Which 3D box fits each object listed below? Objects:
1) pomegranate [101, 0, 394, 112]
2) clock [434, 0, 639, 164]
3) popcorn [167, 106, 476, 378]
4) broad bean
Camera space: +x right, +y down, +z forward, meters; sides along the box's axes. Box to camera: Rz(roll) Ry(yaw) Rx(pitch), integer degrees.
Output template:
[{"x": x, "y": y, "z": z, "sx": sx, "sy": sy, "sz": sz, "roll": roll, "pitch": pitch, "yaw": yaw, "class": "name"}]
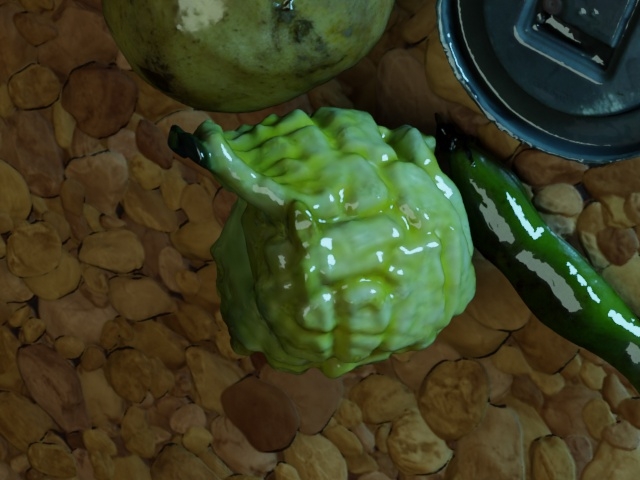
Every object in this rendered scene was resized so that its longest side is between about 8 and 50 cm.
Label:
[{"x": -0.069, "y": -0.254, "z": 1.546, "sx": 0.281, "sy": 0.281, "sz": 0.281, "roll": 13, "pitch": 117, "yaw": 26, "class": "pomegranate"}, {"x": 0.235, "y": -0.206, "z": 1.513, "sx": 0.280, "sy": 0.055, "sz": 0.280, "roll": 13, "pitch": 117, "yaw": 26, "class": "clock"}, {"x": 0.008, "y": -0.003, "z": 1.620, "sx": 0.293, "sy": 0.237, "sz": 0.293, "roll": 43, "pitch": 150, "yaw": 32, "class": "popcorn"}, {"x": 0.204, "y": 0.019, "z": 1.627, "sx": 0.077, "sy": 0.061, "sz": 0.339, "roll": -42, "pitch": 87, "yaw": 25, "class": "broad bean"}]
